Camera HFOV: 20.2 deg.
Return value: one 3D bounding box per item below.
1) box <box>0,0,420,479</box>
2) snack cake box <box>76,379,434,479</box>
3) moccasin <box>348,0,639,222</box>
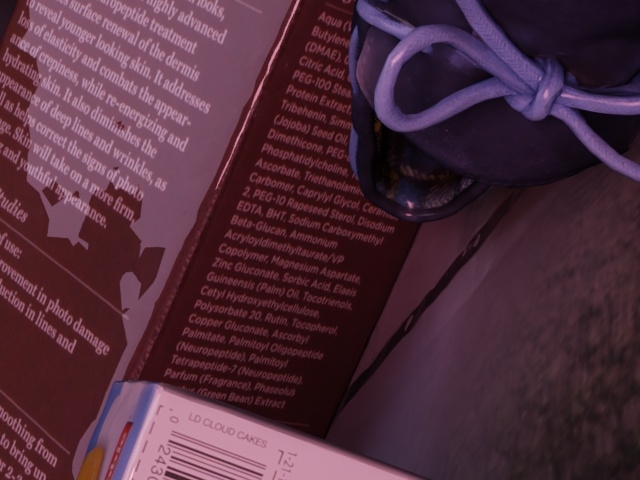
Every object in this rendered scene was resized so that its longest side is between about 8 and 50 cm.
[{"bbox_3d":[-0.063,-0.033,0.849,0.191,0.143,0.381,34,105,43],"label":"box"},{"bbox_3d":[-0.024,0.183,0.453,0.089,0.152,0.264,164,127,-75],"label":"snack cake box"},{"bbox_3d":[0.077,-0.067,0.575,0.342,0.138,0.117,100,-175,-81],"label":"moccasin"}]
